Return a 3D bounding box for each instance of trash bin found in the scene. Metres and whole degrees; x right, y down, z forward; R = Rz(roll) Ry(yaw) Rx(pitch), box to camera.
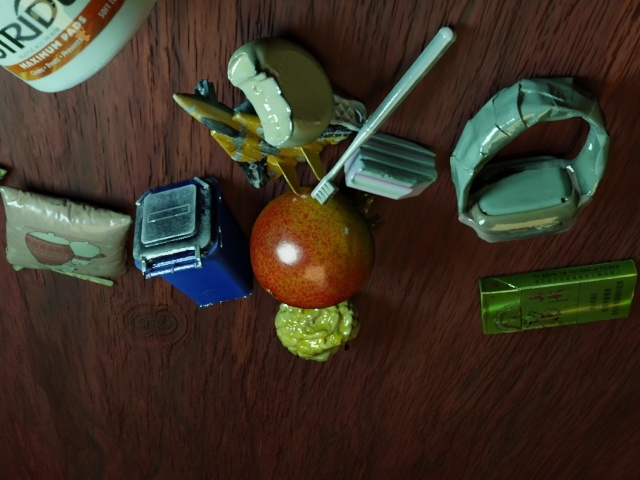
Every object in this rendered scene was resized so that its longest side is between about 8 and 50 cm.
[{"bbox_3d":[-0.216,0.021,1.527,0.163,0.184,0.234,-12,147,14],"label":"trash bin"}]

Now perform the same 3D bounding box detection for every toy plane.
[{"bbox_3d":[-0.112,-0.175,1.315,0.204,0.103,0.316,-28,144,28],"label":"toy plane"}]

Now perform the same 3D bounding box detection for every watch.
[{"bbox_3d":[0.332,-0.136,1.374,0.253,0.161,0.241,-10,135,9],"label":"watch"}]

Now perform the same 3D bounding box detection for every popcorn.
[{"bbox_3d":[-0.003,0.171,1.766,0.180,0.180,0.170,-17,112,18],"label":"popcorn"}]

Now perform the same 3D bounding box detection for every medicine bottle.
[{"bbox_3d":[-0.337,-0.333,0.984,0.252,0.252,0.241,-27,136,28],"label":"medicine bottle"}]

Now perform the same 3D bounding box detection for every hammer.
[{"bbox_3d":[-0.502,0.067,1.690,0.195,0.028,0.060,19,143,-28],"label":"hammer"}]

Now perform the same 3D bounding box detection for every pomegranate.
[{"bbox_3d":[0.000,0.000,1.488,0.257,0.221,0.221,-35,145,-15],"label":"pomegranate"}]

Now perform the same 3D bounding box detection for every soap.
[{"bbox_3d":[0.116,-0.121,1.414,0.149,0.100,0.056,13,142,-21],"label":"soap"}]

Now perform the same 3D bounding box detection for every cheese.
[{"bbox_3d":[-0.022,-0.224,1.273,0.071,0.163,0.249,-16,-177,42],"label":"cheese"}]

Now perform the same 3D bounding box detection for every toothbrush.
[{"bbox_3d":[0.091,-0.185,1.311,0.342,0.030,0.025,-52,158,24],"label":"toothbrush"}]

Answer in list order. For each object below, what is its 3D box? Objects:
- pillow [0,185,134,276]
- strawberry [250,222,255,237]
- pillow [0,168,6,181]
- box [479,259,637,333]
[{"bbox_3d":[-0.453,-0.008,1.541,0.236,0.084,0.223,10,147,-13],"label":"pillow"},{"bbox_3d":[-0.080,0.016,1.614,0.104,0.048,0.152,-29,116,-3],"label":"strawberry"},{"bbox_3d":[-0.624,-0.080,1.478,0.113,0.038,0.203,19,139,-30],"label":"pillow"},{"bbox_3d":[0.492,0.122,1.801,0.311,0.043,0.173,-7,143,7],"label":"box"}]
